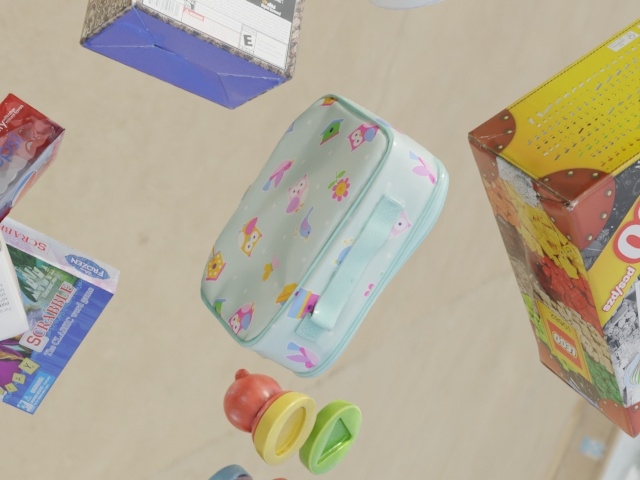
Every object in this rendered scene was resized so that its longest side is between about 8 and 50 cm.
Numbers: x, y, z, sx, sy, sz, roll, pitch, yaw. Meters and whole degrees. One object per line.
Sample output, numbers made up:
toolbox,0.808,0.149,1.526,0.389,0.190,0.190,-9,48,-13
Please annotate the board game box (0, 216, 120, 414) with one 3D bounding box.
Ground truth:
board game box,-0.533,0.103,2.077,0.319,0.318,0.066,-53,-161,32

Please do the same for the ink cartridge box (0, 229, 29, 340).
ink cartridge box,-0.379,-0.026,1.294,0.100,0.172,0.237,-19,115,-11

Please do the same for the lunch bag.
lunch bag,0.000,0.000,1.340,0.108,0.224,0.279,31,95,-32

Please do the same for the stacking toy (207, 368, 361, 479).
stacking toy,-0.084,0.351,2.100,0.279,0.130,0.309,3,114,-57

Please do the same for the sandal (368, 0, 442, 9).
sandal,0.194,-0.339,1.219,0.416,0.169,0.102,-51,137,-22

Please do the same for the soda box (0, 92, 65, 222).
soda box,-0.442,-0.065,1.666,0.263,0.092,0.083,-56,179,-36

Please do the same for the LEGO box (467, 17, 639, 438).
LEGO box,0.456,-0.076,1.494,0.500,0.193,0.373,-34,129,-11

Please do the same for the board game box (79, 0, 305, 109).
board game box,-0.145,-0.349,1.624,0.232,0.141,0.291,22,66,-32
